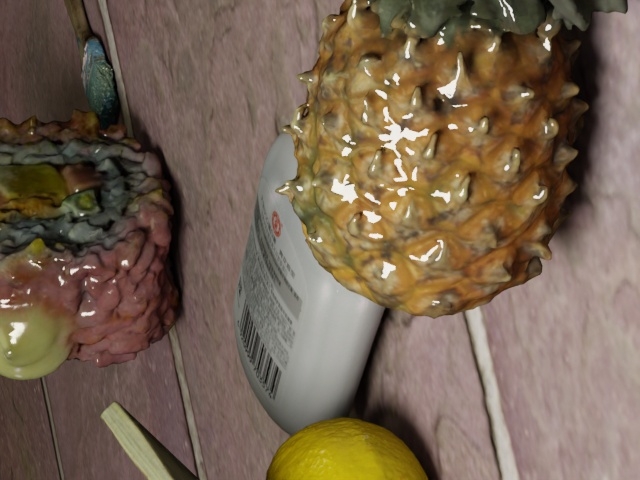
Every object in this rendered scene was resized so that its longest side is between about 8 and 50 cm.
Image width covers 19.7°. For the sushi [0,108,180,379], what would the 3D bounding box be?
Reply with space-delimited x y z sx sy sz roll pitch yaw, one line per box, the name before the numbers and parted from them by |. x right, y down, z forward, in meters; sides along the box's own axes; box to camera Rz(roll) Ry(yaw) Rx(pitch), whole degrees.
sushi | -0.259 0.019 1.617 0.236 0.270 0.171 -102 11 -47

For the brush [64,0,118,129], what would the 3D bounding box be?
brush | -0.230 -0.196 1.813 0.070 0.021 0.196 108 149 -53

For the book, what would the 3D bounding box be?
book | -0.018 0.226 1.162 0.283 0.025 0.215 49 174 -27

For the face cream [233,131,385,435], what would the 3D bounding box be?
face cream | 0.000 0.000 1.181 0.291 0.071 0.144 103 149 -48

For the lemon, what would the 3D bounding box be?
lemon | 0.017 0.167 1.152 0.133 0.109 0.109 -136 41 -62

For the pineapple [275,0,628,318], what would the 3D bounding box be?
pineapple | 0.059 -0.123 0.854 0.170 0.141 0.310 24 125 23
